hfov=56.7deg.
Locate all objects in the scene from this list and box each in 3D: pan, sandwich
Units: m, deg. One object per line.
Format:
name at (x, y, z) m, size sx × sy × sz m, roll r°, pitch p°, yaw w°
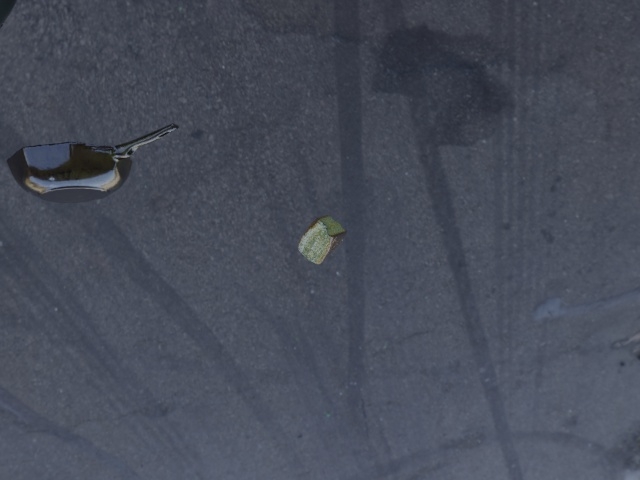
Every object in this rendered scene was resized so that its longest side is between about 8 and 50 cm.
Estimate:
pan at (-0.263, -0.082, 0.668) m, size 0.128 × 0.048 × 0.202 m, roll -2°, pitch 169°, yaw -45°
sandwich at (0.000, 0.000, 0.562) m, size 0.044 × 0.031 × 0.083 m, roll -53°, pitch 172°, yaw 11°

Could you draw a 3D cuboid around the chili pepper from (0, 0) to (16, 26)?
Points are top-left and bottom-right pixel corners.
chili pepper at (-0.375, -0.303, 0.497) m, size 0.233 × 0.257 × 0.248 m, roll 20°, pitch 157°, yaw 1°
